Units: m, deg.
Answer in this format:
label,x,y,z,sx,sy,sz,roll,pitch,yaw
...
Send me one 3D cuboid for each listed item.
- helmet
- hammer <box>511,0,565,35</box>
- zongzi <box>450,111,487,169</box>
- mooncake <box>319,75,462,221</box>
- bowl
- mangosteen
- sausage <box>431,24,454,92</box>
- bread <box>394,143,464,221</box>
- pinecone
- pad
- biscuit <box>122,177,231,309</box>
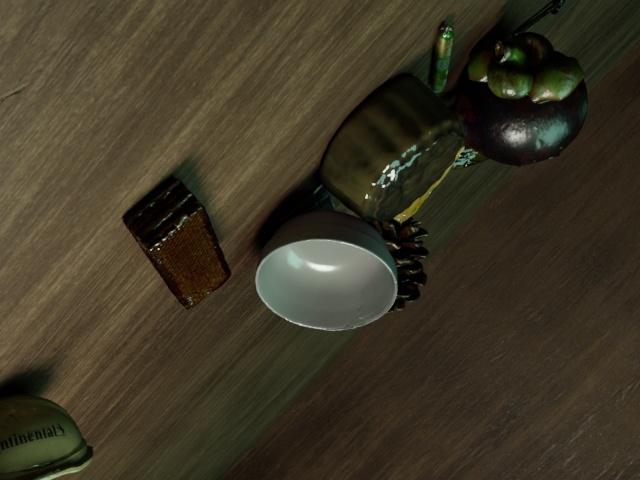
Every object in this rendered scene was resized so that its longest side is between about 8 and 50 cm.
label,x,y,z,sx,sy,sz,roll,pitch,yaw
helmet,-0.499,0.320,1.462,0.204,0.137,0.257,-4,-172,43
hammer,0.507,-0.515,2.125,0.178,0.021,0.065,-39,166,-20
zongzi,0.395,-0.323,2.195,0.273,0.145,0.300,-21,136,-47
mooncake,0.141,-0.169,1.805,0.290,0.161,0.290,-40,163,-14
bowl,0.016,0.043,1.858,0.287,0.286,0.144,121,-18,-44
mangosteen,0.437,-0.309,2.004,0.311,0.311,0.311,-41,166,-13
sausage,0.240,-0.356,1.805,0.033,0.033,0.269,-42,166,-9
bread,0.208,-0.159,2.070,0.179,0.133,0.250,-40,169,-33
pinecone,0.171,0.056,2.384,0.244,0.244,0.309,-31,147,-44
pad,-0.029,-0.021,1.960,0.174,0.022,0.233,-42,155,-8
biscuit,-0.225,0.018,1.495,0.107,0.073,0.388,-40,165,-11
